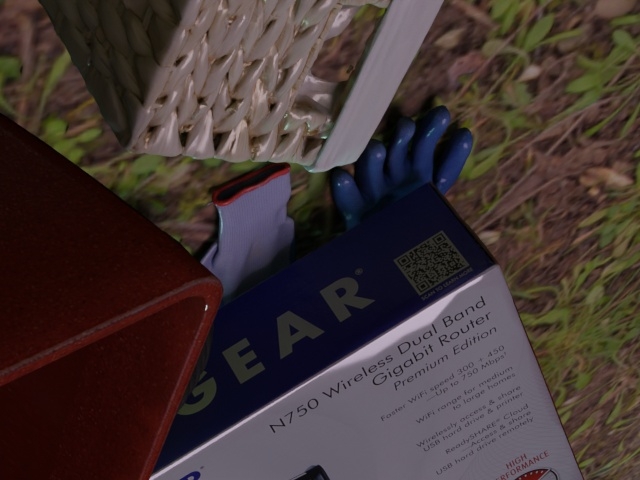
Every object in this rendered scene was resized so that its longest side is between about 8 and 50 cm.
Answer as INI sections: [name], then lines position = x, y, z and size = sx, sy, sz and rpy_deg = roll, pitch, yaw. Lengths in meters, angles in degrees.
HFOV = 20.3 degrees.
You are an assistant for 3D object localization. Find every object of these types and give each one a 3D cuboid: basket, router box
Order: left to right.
[basket]
position = -0.043, -0.118, 0.680
size = 0.103, 0.167, 0.113
rpy_deg = -3, 136, -36
[router box]
position = -0.017, 0.164, 1.076
size = 0.335, 0.082, 0.301
rpy_deg = -32, 138, -4

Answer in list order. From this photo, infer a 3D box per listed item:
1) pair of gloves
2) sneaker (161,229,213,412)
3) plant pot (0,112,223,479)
[pair of gloves]
position = 0.000, 0.000, 1.020
size = 0.198, 0.023, 0.159
rpy_deg = -24, 147, -21
[sneaker]
position = -0.222, 0.117, 0.880
size = 0.385, 0.145, 0.147
rpy_deg = -38, -171, -16
[plant pot]
position = -0.235, 0.060, 0.627
size = 0.267, 0.236, 0.267
rpy_deg = -26, 152, -37
